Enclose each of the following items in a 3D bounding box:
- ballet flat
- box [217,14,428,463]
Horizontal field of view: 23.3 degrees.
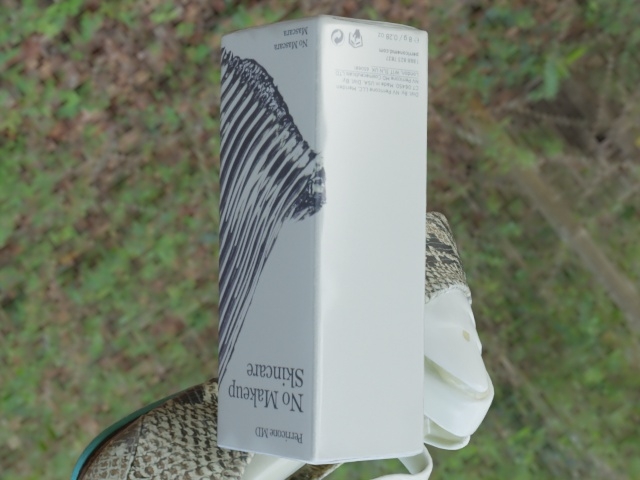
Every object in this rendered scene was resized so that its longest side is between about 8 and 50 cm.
[{"bbox_3d":[0.021,0.132,1.205,0.483,0.182,0.164,-33,140,-46],"label":"ballet flat"},{"bbox_3d":[0.000,0.000,0.998,0.094,0.275,0.113,2,177,-38],"label":"box"}]
